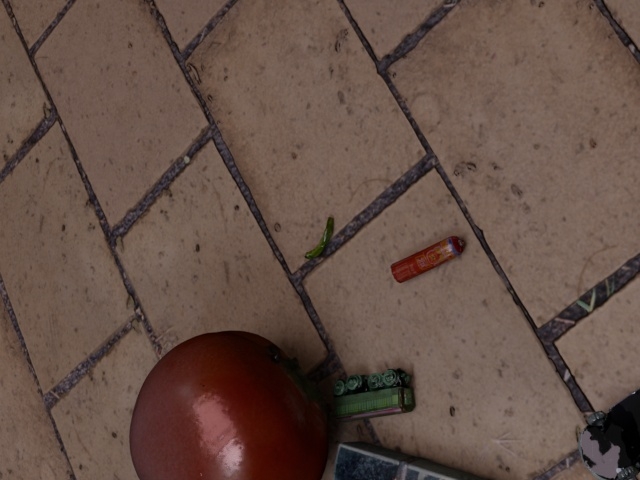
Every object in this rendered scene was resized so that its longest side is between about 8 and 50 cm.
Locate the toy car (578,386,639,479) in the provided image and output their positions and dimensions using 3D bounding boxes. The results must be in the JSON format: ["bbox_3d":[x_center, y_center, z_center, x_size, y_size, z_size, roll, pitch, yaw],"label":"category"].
[{"bbox_3d":[0.423,0.238,1.472,0.205,0.056,0.095,-43,61,32],"label":"toy car"}]

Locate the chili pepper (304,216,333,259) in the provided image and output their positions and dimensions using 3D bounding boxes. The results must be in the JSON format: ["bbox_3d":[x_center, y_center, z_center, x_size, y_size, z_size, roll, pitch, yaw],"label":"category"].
[{"bbox_3d":[-0.001,0.000,1.866,0.083,0.017,0.030,-54,55,22],"label":"chili pepper"}]

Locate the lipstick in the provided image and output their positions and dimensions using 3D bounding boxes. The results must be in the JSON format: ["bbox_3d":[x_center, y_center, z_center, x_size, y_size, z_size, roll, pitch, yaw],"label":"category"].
[{"bbox_3d":[0.154,0.361,1.665,0.289,0.076,0.077,10,90,37],"label":"lipstick"}]

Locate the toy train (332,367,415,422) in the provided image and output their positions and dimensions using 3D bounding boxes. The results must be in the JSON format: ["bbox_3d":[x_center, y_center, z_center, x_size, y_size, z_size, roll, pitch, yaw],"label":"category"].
[{"bbox_3d":[0.078,0.239,1.764,0.148,0.038,0.071,-15,75,38],"label":"toy train"}]

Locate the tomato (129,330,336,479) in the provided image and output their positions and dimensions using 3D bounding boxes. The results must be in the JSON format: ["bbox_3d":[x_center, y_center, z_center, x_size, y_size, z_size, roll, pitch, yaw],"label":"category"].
[{"bbox_3d":[-0.144,0.299,1.763,0.321,0.321,0.322,-5,82,39],"label":"tomato"}]

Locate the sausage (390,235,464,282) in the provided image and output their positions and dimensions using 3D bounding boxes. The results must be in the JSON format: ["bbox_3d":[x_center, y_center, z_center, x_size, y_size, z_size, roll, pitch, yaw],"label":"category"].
[{"bbox_3d":[0.165,0.026,1.718,0.129,0.034,0.034,-27,69,34],"label":"sausage"}]
